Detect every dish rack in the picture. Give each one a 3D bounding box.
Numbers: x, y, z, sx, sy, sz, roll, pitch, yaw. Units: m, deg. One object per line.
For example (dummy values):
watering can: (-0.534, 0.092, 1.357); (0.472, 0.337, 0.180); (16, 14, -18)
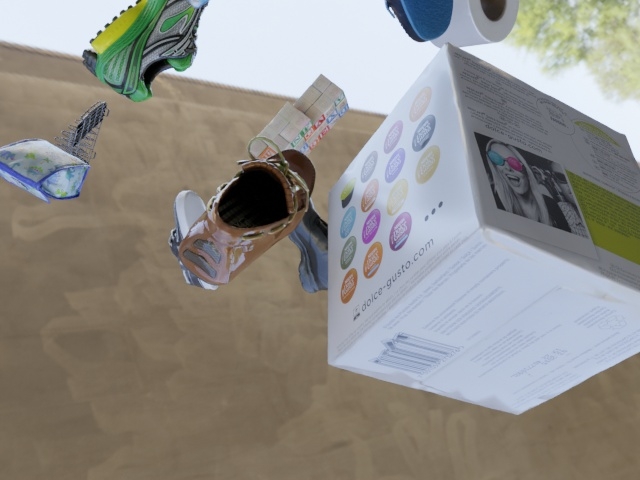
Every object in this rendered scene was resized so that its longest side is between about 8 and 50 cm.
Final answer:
dish rack: (-0.660, -0.251, 1.683); (0.074, 0.271, 0.208); (26, -146, -10)

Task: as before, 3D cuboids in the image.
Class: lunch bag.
lunch bag: (-0.564, -0.139, 1.250); (0.129, 0.096, 0.151); (27, -168, 8)

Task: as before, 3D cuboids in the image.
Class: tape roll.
tape roll: (0.403, -0.654, 1.706); (0.246, 0.169, 0.246); (-8, -78, -41)

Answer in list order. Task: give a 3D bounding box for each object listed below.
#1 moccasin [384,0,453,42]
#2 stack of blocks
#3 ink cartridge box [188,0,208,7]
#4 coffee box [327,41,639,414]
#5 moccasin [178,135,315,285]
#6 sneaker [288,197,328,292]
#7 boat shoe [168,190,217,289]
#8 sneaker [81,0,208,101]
moccasin: (0.126, -0.502, 1.050); (0.138, 0.117, 0.341); (-28, -71, -23)
stack of blocks: (-0.057, -0.318, 1.756); (0.087, 0.297, 0.171); (41, 179, 13)
ink cartridge box: (-0.065, -0.175, 0.291); (0.104, 0.062, 0.181); (53, -172, -25)
coffee box: (0.231, 0.002, 0.891); (0.338, 0.337, 0.334); (19, -132, -21)
moccasin: (-0.096, -0.075, 1.028); (0.139, 0.147, 0.380); (40, -147, 5)
sneaker: (0.000, 0.000, 1.538); (0.109, 0.130, 0.286); (-53, -46, -48)
boat shoe: (-0.331, 0.003, 1.568); (0.102, 0.301, 0.108); (4, -135, 14)
sneaker: (-0.261, -0.394, 1.148); (0.146, 0.343, 0.134); (44, 180, -5)
